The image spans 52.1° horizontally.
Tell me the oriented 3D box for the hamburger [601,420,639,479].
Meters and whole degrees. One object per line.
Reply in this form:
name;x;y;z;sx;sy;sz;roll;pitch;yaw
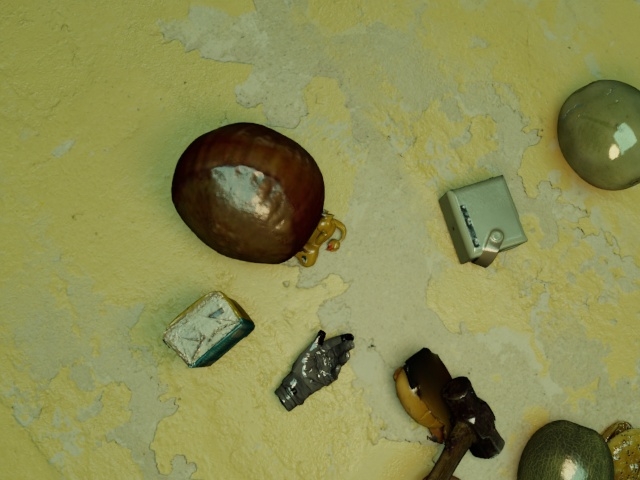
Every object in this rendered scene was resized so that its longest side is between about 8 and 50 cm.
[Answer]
hamburger;0.866;0.599;1.829;0.186;0.113;0.176;-7;82;-2

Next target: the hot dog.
hot dog;0.285;0.444;1.809;0.194;0.107;0.325;-32;106;-44

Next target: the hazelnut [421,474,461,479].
hazelnut;0.337;0.716;1.798;0.151;0.150;0.150;0;83;-2

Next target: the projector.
projector;0.464;-0.046;1.869;0.178;0.163;0.242;-16;80;-3

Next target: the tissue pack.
tissue pack;-0.293;0.238;1.756;0.192;0.271;0.134;-42;83;-7

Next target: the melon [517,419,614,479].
melon;0.651;0.638;1.754;0.238;0.237;0.301;18;84;0

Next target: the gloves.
gloves;-0.017;0.355;1.830;0.286;0.119;0.142;-39;97;8

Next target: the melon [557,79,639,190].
melon;0.818;-0.305;1.860;0.269;0.268;0.330;-17;68;-4

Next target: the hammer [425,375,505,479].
hammer;0.326;0.578;1.709;0.409;0.095;0.242;-46;116;-33

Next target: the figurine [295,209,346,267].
figurine;0.002;0.003;1.891;0.122;0.121;0.176;29;97;-26

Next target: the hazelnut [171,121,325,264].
hazelnut;-0.189;-0.136;1.775;0.421;0.352;0.420;6;43;-6
